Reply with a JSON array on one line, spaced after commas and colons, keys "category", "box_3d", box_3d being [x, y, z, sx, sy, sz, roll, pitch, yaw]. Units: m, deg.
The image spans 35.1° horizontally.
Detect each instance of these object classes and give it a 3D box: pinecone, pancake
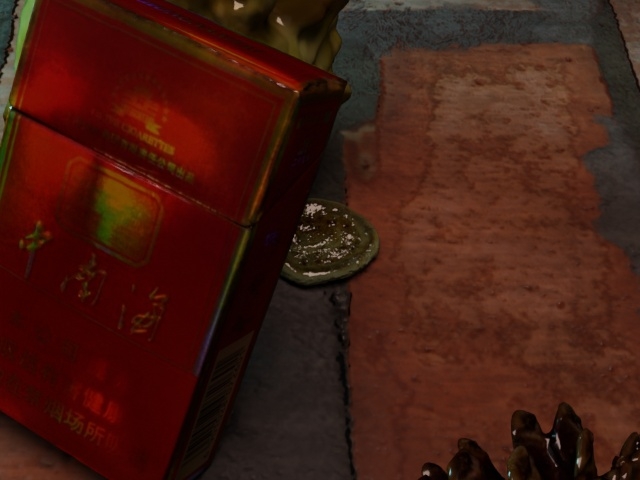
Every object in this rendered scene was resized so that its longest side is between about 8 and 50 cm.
[{"category": "pinecone", "box_3d": [0.132, 0.202, 0.627, 0.208, 0.208, 0.208, 2, 48, -2]}, {"category": "pancake", "box_3d": [-0.001, 0.001, 0.902, 0.108, 0.017, 0.108, 1, 44, -1]}]

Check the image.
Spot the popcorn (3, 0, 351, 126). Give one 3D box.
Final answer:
[{"category": "popcorn", "box_3d": [-0.115, -0.153, 0.868, 0.312, 0.312, 0.312, 2, 48, -2]}]

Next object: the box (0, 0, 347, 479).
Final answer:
[{"category": "box", "box_3d": [-0.129, -0.001, 0.697, 0.197, 0.313, 0.089, 27, 21, 18]}]
